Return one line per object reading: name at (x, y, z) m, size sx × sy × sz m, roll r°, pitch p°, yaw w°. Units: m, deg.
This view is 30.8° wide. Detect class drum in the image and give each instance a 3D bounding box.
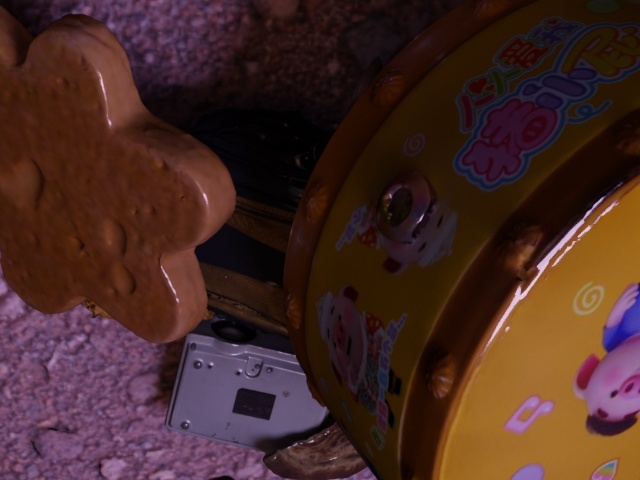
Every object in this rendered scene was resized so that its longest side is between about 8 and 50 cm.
drum at (0.197, 0.036, 0.798) m, size 0.431 × 0.214 × 0.431 m, roll -16°, pitch 128°, yaw -21°

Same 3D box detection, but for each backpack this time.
backpack at (0.000, 0.000, 0.933) m, size 0.258 × 0.133 × 0.206 m, roll 24°, pitch 136°, yaw 17°

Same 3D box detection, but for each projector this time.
projector at (-0.061, 0.136, 1.078) m, size 0.147 × 0.061 × 0.115 m, roll 13°, pitch 115°, yaw -5°

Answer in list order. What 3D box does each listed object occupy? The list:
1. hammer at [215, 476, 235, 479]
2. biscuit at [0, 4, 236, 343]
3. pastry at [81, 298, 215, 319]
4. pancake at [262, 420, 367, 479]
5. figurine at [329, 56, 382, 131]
hammer at (-0.219, 0.288, 1.184) m, size 0.292 × 0.029 × 0.058 m, roll -9°, pitch 114°, yaw 9°
biscuit at (-0.224, -0.067, 0.915) m, size 0.355 × 0.052 × 0.275 m, roll 29°, pitch 129°, yaw 17°
pastry at (-0.154, 0.037, 1.033) m, size 0.140 × 0.056 × 0.080 m, roll -4°, pitch 128°, yaw 2°
pancake at (0.037, 0.144, 1.056) m, size 0.184 × 0.020 × 0.190 m, roll -8°, pitch 124°, yaw -25°
figurine at (0.091, -0.089, 0.937) m, size 0.153 × 0.132 × 0.132 m, roll 25°, pitch 116°, yaw 4°
